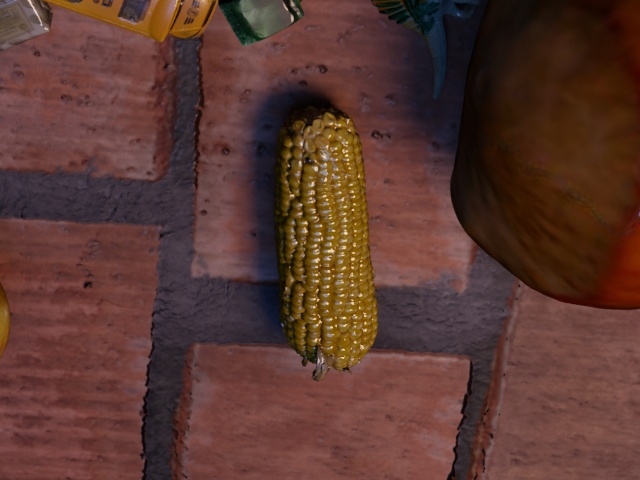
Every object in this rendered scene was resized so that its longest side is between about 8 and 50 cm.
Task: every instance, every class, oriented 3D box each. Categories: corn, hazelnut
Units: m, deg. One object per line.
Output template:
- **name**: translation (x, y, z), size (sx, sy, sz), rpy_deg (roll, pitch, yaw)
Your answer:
- **corn**: translation (0.000, 0.000, 1.811), size (0.106, 0.106, 0.293), rpy_deg (-6, 123, 1)
- **hazelnut**: translation (0.285, -0.103, 1.635), size (0.365, 0.366, 0.366), rpy_deg (-1, 125, -2)

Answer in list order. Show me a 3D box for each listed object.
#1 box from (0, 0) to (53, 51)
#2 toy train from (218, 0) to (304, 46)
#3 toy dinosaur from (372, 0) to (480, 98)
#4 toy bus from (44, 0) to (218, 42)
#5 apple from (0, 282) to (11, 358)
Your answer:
- **box**: translation (-0.294, -0.201, 1.686), size (0.098, 0.045, 0.062), rpy_deg (-20, 123, 9)
- **toy train**: translation (-0.082, -0.277, 1.593), size (0.083, 0.132, 0.200), rpy_deg (-26, 124, 13)
- **toy dinosaur**: translation (0.089, -0.219, 1.703), size (0.106, 0.044, 0.187), rpy_deg (21, 135, -2)
- **toy bus**: translation (-0.169, -0.224, 1.660), size (0.162, 0.074, 0.070), rpy_deg (18, 121, -13)
- **apple**: translation (-0.394, 0.076, 1.800), size (0.173, 0.160, 0.195), rpy_deg (-44, 77, 8)
